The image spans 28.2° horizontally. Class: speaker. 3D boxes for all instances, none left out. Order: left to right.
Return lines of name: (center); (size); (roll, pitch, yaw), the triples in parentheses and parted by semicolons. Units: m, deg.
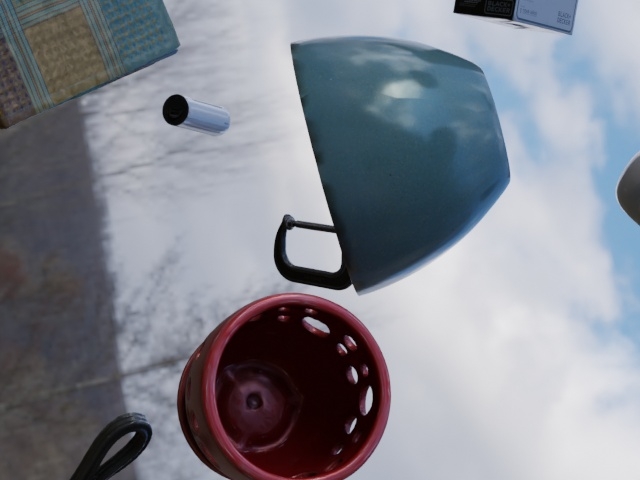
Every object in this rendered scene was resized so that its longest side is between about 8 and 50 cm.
speaker: (-0.211, -0.213, 2.179); (0.136, 0.055, 0.055); (7, 66, -62)

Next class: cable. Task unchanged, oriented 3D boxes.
cable: (-0.327, 0.328, 1.637); (0.072, 0.139, 0.287); (44, -69, 51)

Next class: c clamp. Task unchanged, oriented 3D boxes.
c clamp: (0.000, 0.000, 1.754); (0.161, 0.022, 0.137); (2, -76, 33)

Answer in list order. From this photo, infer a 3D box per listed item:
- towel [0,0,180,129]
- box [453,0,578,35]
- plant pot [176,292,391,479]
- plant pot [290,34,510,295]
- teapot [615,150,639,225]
towel: (-0.405, -0.363, 2.020); (0.040, 0.370, 0.271); (4, -62, 46)
box: (0.262, -0.407, 1.564); (0.087, 0.169, 0.290); (15, -79, 35)
plant pot: (-0.047, 0.160, 1.274); (0.174, 0.191, 0.191); (144, -66, -65)
plant pot: (0.099, -0.102, 1.408); (0.290, 0.195, 0.290); (-14, 90, -86)
teapot: (0.556, -0.081, 1.808); (0.187, 0.252, 0.256); (-60, -178, 20)
